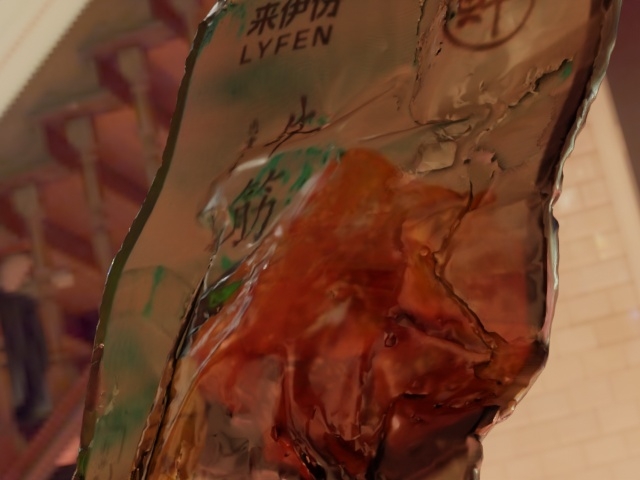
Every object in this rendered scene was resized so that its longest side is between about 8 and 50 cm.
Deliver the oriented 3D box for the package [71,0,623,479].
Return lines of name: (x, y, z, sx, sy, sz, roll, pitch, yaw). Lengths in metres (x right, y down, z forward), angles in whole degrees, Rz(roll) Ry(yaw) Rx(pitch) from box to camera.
package: (0.000, 0.000, 0.463, 0.166, 0.232, 0.040, -7, 151, 43)
